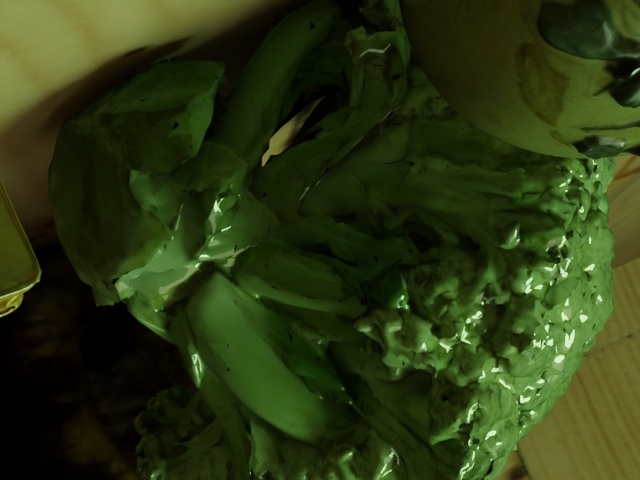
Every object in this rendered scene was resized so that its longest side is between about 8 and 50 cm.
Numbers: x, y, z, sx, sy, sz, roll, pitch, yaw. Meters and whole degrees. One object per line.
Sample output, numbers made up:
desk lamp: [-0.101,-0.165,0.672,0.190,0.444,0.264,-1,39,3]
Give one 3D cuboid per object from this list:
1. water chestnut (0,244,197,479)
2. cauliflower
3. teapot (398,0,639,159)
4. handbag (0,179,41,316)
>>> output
water chestnut: [-0.130,0.157,0.961,0.300,0.300,0.300,-23,170,-4]
cauliflower: [0.000,0.000,0.752,0.250,0.275,0.272,19,162,-24]
teapot: [0.120,-0.095,0.475,0.182,0.173,0.269,20,-171,-18]
handbag: [-0.141,-0.009,0.576,0.061,0.083,0.027,-16,163,-39]
